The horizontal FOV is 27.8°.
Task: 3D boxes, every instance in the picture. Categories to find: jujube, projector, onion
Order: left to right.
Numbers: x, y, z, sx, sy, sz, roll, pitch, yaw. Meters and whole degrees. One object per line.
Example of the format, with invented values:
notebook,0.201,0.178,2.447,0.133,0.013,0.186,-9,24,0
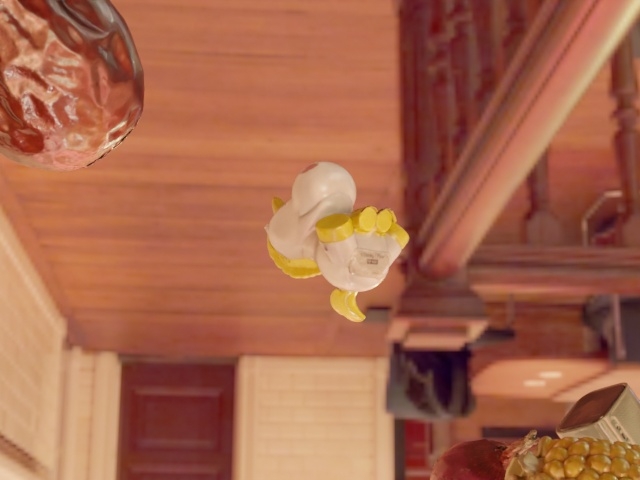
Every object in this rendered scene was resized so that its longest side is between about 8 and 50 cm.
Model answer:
jujube,-0.268,-0.178,1.179,0.183,0.183,0.243,-16,114,47
onion,0.202,0.260,1.415,0.150,0.150,0.140,5,132,-15
projector,0.336,0.224,1.494,0.083,0.082,0.083,-42,-172,-38

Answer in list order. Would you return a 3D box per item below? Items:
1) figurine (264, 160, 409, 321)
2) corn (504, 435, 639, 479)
figurine,0.001,-0.008,1.306,0.109,0.129,0.178,-5,-145,-42
corn,0.341,0.265,1.088,0.387,0.144,0.144,16,165,4
